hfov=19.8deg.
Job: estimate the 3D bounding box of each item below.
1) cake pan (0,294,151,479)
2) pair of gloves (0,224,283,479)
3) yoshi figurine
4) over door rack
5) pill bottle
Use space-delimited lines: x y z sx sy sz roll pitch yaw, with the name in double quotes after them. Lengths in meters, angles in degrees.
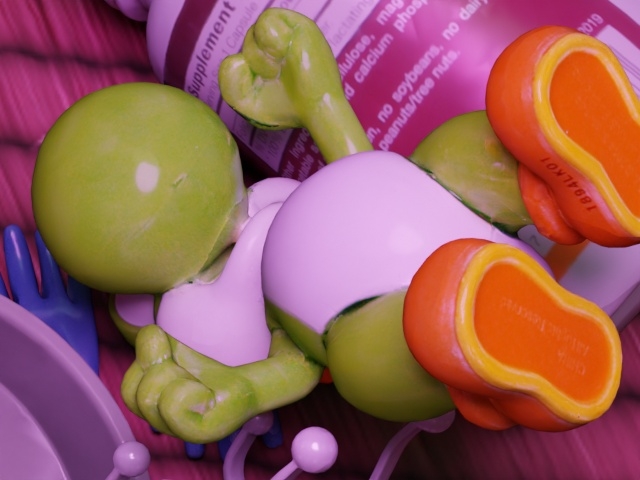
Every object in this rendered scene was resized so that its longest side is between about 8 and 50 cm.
-0.219 0.155 0.894 0.293 0.054 0.293 11 67 -28 "cake pan"
-0.111 0.057 1.033 0.198 0.023 0.159 -9 67 -9 "pair of gloves"
-0.022 -0.008 0.862 0.203 0.362 0.203 -15 95 -36 "yoshi figurine"
0.027 0.148 0.826 0.324 0.108 0.239 16 15 32 "over door rack"
0.045 -0.113 1.031 0.392 0.224 0.224 42 65 12 "pill bottle"
